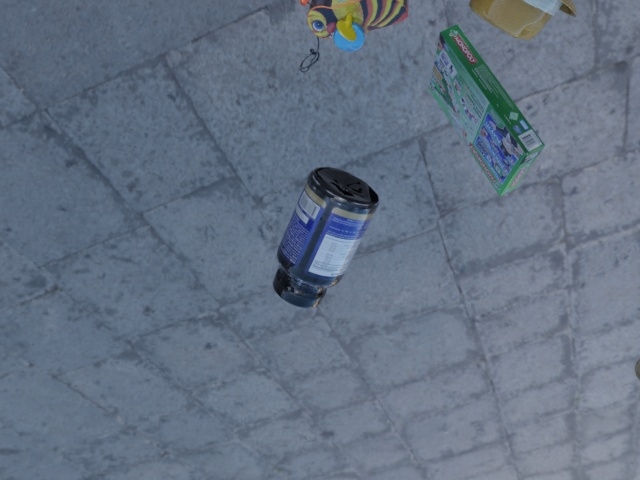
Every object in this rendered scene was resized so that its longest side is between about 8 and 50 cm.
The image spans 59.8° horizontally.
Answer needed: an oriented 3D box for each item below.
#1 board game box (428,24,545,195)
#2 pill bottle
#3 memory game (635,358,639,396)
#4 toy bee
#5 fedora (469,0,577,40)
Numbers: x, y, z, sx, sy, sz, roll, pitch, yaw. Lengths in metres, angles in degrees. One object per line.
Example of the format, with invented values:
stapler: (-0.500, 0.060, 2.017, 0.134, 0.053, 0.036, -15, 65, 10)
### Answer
board game box: (0.340, -0.271, 1.190, 0.046, 0.317, 0.213, -27, 164, -3)
pill bottle: (0.000, 0.000, 0.922, 0.122, 0.123, 0.219, 12, 119, -24)
memory game: (0.491, 0.178, 0.732, 0.012, 0.186, 0.186, 11, 133, -13)
toy bee: (0.036, -0.497, 1.240, 0.298, 0.195, 0.162, -34, 132, 17)
fedora: (0.295, -0.365, 0.858, 0.194, 0.194, 0.079, 13, 120, -24)
